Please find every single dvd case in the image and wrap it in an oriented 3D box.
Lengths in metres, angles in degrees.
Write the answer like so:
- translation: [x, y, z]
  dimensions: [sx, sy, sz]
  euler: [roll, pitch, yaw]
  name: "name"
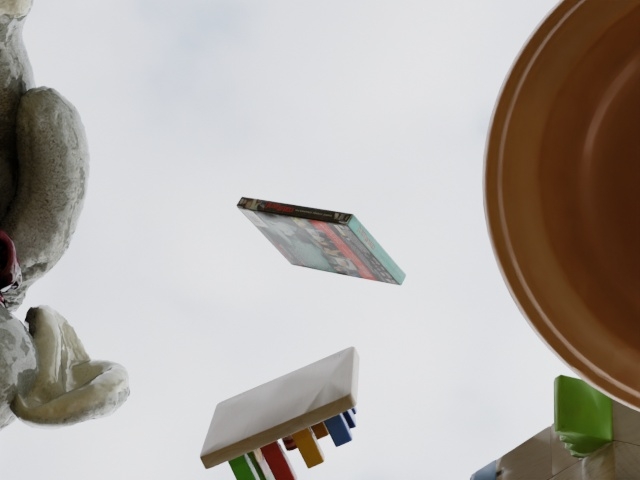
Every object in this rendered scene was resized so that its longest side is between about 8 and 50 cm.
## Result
- translation: [0.000, 0.000, 1.196]
  dimensions: [0.119, 0.087, 0.013]
  euler: [8, -118, 42]
  name: "dvd case"

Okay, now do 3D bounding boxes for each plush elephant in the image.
- translation: [-0.271, 0.025, 1.035]
  dimensions: [0.272, 0.330, 0.255]
  euler: [-18, -137, -3]
  name: "plush elephant"

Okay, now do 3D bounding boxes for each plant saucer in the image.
- translation: [0.163, -0.024, 0.594]
  dimensions: [0.200, 0.037, 0.200]
  euler: [0, -90, 5]
  name: "plant saucer"

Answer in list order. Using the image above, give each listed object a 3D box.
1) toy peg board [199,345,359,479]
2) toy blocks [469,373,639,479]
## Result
- translation: [-0.025, 0.192, 1.533]
  dimensions: [0.161, 0.161, 0.079]
  euler: [-23, -79, 8]
  name: "toy peg board"
- translation: [0.311, 0.246, 1.357]
  dimensions: [0.261, 0.381, 0.190]
  euler: [132, -33, -54]
  name: "toy blocks"
